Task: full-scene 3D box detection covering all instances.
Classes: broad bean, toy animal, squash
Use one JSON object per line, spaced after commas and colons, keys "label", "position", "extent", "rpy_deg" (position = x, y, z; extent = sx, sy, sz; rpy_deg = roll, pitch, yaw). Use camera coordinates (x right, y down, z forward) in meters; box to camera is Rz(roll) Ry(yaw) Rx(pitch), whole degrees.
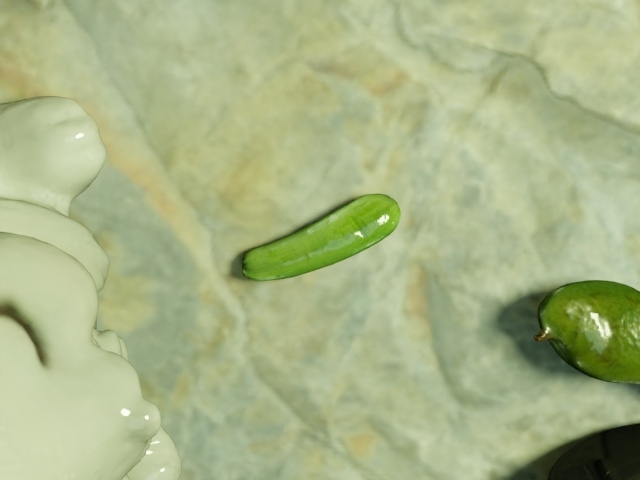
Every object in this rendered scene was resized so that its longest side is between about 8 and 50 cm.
{"label": "broad bean", "position": [0.229, 0.070, 0.773], "extent": [0.256, 0.052, 0.053], "rpy_deg": [14, 140, -14]}
{"label": "toy animal", "position": [-0.169, 0.075, 0.609], "extent": [0.206, 0.265, 0.272], "rpy_deg": [-10, 109, -3]}
{"label": "squash", "position": [0.001, 0.001, 0.736], "extent": [0.089, 0.027, 0.027], "rpy_deg": [-26, 107, 2]}

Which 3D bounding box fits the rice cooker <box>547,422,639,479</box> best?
{"label": "rice cooker", "position": [0.200, 0.157, 0.762], "extent": [0.165, 0.112, 0.106], "rpy_deg": [4, 111, -8]}
